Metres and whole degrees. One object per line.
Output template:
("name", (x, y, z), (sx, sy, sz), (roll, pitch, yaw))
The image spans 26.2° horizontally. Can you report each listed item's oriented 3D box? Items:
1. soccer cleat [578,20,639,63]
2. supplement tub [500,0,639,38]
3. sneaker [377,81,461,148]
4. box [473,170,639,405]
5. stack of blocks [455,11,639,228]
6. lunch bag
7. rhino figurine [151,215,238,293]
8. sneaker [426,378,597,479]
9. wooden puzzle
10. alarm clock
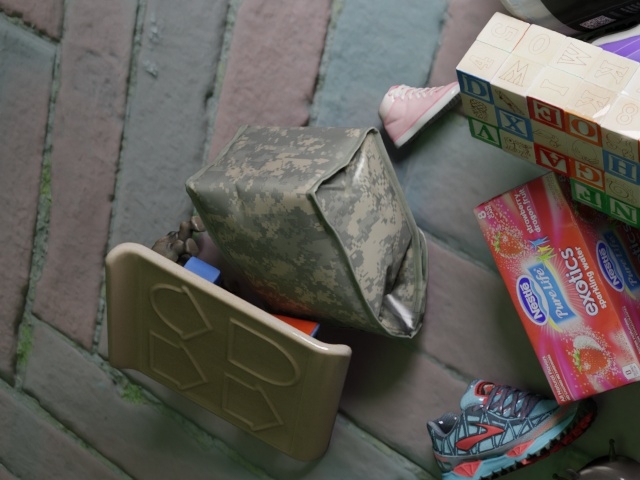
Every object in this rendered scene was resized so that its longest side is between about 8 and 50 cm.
("soccer cleat", (0.349, -0.179, 1.457), (0.318, 0.108, 0.116), (-16, 93, 60))
("supplement tub", (0.344, -0.347, 1.390), (0.338, 0.207, 0.207), (-16, 92, 41))
("sneaker", (0.121, -0.177, 1.729), (0.134, 0.051, 0.070), (-39, 82, 44))
("box", (0.302, 0.045, 1.592), (0.128, 0.122, 0.257), (-27, 85, 42))
("stack of blocks", (0.299, -0.111, 1.438), (0.297, 0.087, 0.171), (26, 158, 27))
("lunch bag", (0.000, 0.000, 1.800), (0.235, 0.169, 0.287), (5, 131, 41))
("rhino figurine", (-0.176, 0.092, 2.044), (0.106, 0.073, 0.243), (-23, 94, 37))
("sneaker", (0.226, 0.228, 1.723), (0.262, 0.104, 0.125), (-34, 78, 40))
("wooden puzzle", (-0.128, 0.147, 1.908), (0.347, 0.080, 0.322), (24, 146, 9))
("alarm clock", (0.367, 0.347, 1.668), (0.129, 0.064, 0.192), (-43, 77, 39))
